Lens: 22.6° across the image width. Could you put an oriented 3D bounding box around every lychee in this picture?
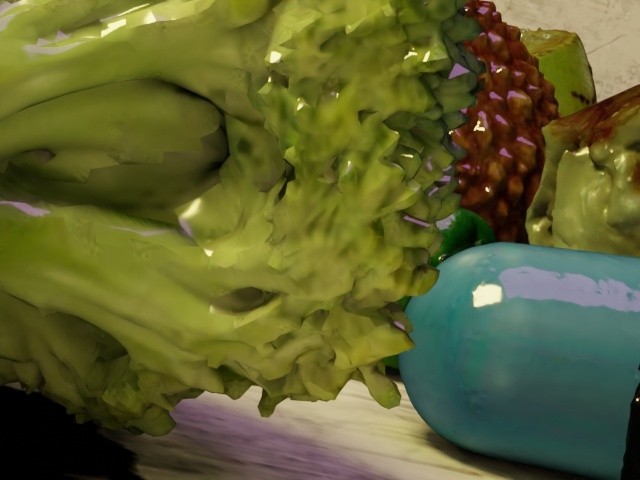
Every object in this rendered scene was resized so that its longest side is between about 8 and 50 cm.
[{"bbox_3d":[0.061,-0.083,1.170,0.271,0.271,0.271,15,7,-2],"label":"lychee"}]

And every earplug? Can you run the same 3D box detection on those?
[{"bbox_3d":[0.171,0.068,0.803,0.272,0.132,0.132,10,8,-11],"label":"earplug"}]

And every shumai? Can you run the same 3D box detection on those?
[{"bbox_3d":[0.270,0.012,1.057,0.260,0.222,0.225,15,3,-36],"label":"shumai"}]

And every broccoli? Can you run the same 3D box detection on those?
[{"bbox_3d":[-0.110,-0.023,0.528,0.353,0.275,0.397,-29,3,-1],"label":"broccoli"}]

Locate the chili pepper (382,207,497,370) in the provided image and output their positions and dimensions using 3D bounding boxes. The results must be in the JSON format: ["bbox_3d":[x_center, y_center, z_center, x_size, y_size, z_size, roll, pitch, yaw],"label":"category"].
[{"bbox_3d":[0.000,0.000,0.966,0.270,0.136,0.099,26,-31,26],"label":"chili pepper"}]

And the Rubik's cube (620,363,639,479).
[{"bbox_3d":[0.295,0.005,0.562,0.293,0.288,0.283,20,36,25],"label":"Rubik's cube"}]

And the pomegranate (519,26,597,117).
[{"bbox_3d":[0.107,-0.093,1.618,0.358,0.216,0.309,-23,26,-25],"label":"pomegranate"}]
